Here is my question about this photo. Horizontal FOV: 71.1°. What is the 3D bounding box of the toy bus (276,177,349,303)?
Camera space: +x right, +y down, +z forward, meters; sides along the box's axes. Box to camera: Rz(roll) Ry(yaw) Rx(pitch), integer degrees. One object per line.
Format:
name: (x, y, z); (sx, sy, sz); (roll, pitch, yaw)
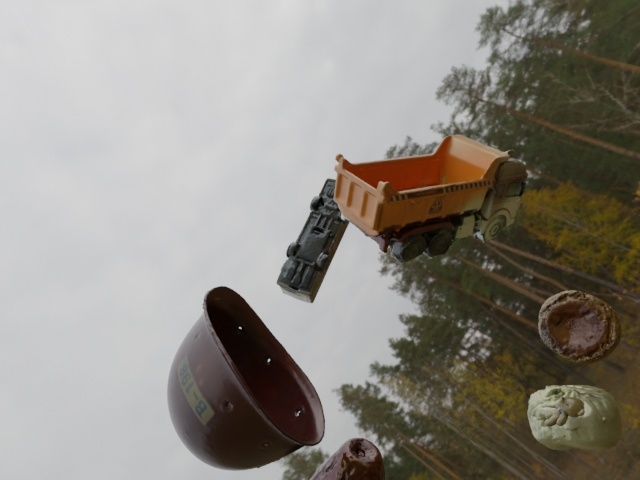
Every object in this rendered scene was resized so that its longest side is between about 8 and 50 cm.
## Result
toy bus: (0.000, 0.000, 0.960); (0.106, 0.092, 0.268); (81, -149, -63)

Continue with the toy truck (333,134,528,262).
toy truck: (0.150, -0.062, 0.589); (0.270, 0.114, 0.135); (-12, -55, -30)

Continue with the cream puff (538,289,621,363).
cream puff: (0.671, 0.220, 1.153); (0.169, 0.183, 0.183); (13, -73, -51)

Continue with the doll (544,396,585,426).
doll: (0.546, 0.387, 1.001); (0.061, 0.051, 0.093); (-51, -20, -55)

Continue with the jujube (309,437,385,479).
jujube: (0.062, 0.594, 1.049); (0.190, 0.190, 0.255); (-7, -61, -53)

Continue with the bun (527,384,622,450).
bun: (0.645, 0.445, 1.160); (0.229, 0.145, 0.229); (-34, 5, 3)

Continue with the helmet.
helmet: (-0.188, 0.309, 0.917); (0.230, 0.385, 0.337); (-42, -29, 4)
